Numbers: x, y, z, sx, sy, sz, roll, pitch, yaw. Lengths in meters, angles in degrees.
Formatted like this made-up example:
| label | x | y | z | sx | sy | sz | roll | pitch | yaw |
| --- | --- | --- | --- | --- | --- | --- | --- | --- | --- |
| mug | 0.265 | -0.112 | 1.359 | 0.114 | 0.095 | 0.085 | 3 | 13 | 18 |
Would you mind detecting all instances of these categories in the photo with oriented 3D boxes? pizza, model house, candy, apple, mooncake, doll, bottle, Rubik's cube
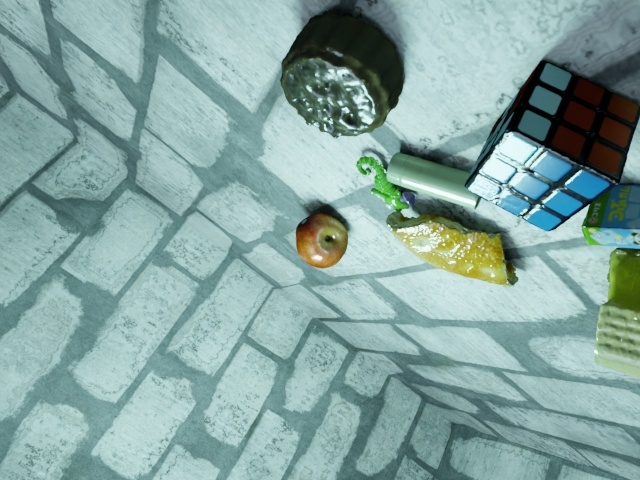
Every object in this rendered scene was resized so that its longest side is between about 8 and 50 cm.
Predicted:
| label | x | y | z | sx | sy | sz | roll | pitch | yaw |
| --- | --- | --- | --- | --- | --- | --- | --- | --- | --- |
| pizza | 0.336 | 0.012 | 1.050 | 0.364 | 0.074 | 0.182 | 22 | 141 | 7 |
| model house | 0.629 | 0.157 | 0.781 | 0.193 | 0.234 | 0.175 | 11 | 150 | 37 |
| candy | 0.544 | -0.039 | 0.676 | 0.194 | 0.097 | 0.062 | 6 | 149 | 48 |
| apple | 0.000 | 0.000 | 1.374 | 0.199 | 0.199 | 0.199 | 27 | 157 | 13 |
| mooncake | 0.036 | -0.294 | 0.784 | 0.228 | 0.124 | 0.228 | 26 | 156 | 12 |
| doll | 0.158 | -0.138 | 1.038 | 0.115 | 0.050 | 0.190 | -3 | 138 | 44 |
| bottle | 0.247 | -0.131 | 0.905 | 0.201 | 0.072 | 0.072 | 23 | 155 | 23 |
| Rubik's cube | 0.346 | -0.138 | 0.646 | 0.160 | 0.163 | 0.162 | 29 | 159 | 7 |
